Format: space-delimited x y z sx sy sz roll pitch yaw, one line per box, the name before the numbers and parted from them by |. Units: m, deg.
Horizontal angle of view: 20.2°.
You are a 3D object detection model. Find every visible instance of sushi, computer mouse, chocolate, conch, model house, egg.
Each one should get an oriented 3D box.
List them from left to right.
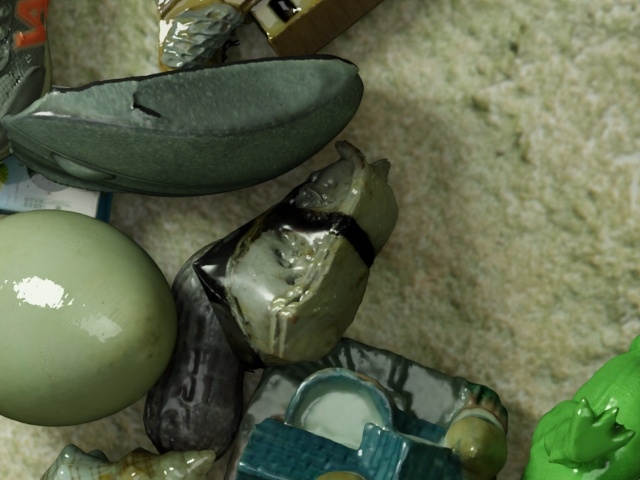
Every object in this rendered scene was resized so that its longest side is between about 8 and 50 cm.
egg | -0.255 0.080 1.783 0.295 0.218 0.218 9 86 46
conch | -0.232 0.329 1.831 0.386 0.170 0.203 -49 56 33
computer mouse | -0.126 -0.104 1.788 0.374 0.203 0.114 -10 84 -19
chocolate | -0.119 0.115 1.853 0.110 0.110 0.248 15 87 6
sushi | 0.014 0.008 1.803 0.273 0.109 0.134 -42 119 -27
model house | 0.043 0.205 1.721 0.267 0.325 0.194 19 90 6

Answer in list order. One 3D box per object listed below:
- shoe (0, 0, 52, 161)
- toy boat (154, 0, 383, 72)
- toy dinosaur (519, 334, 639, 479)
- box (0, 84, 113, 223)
shoe | -0.342 -0.241 1.812 0.132 0.171 0.336 3 62 2
toy boat | 0.009 -0.307 1.859 0.445 0.136 0.162 -40 89 0
toy dinosaur | 0.228 0.214 1.755 0.144 0.374 0.500 45 114 -5
box | -0.314 -0.096 1.898 0.194 0.073 0.139 8 85 5
